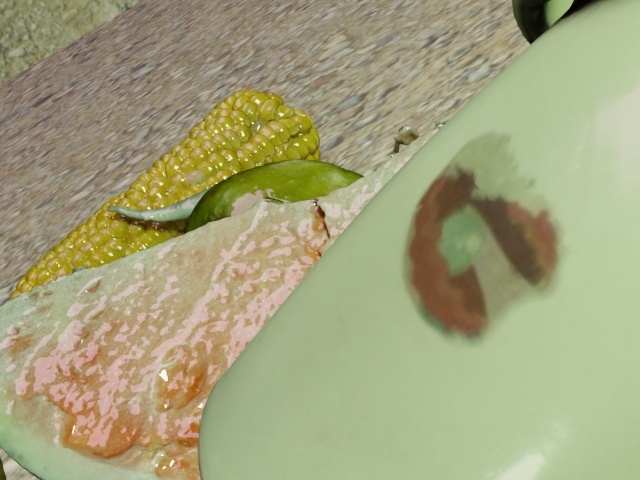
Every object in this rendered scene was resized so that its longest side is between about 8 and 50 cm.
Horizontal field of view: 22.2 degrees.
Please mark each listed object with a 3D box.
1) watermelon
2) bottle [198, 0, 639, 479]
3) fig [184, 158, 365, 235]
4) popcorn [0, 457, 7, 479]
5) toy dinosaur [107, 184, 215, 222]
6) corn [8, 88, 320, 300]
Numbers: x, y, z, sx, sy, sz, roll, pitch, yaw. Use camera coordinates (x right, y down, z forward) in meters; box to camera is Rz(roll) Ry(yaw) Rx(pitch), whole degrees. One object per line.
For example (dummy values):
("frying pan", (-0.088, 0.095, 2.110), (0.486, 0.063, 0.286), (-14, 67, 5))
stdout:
("watermelon", (-0.018, 0.062, 0.768), (0.305, 0.180, 0.224), (-19, -3, 12))
("bottle", (0.136, -0.011, 0.490), (0.351, 0.229, 0.229), (-52, 12, 21))
("fig", (0.000, 0.000, 1.013), (0.156, 0.123, 0.123), (-29, 15, -31))
("popcorn", (-0.265, 0.176, 0.871), (0.181, 0.216, 0.235), (-10, -22, -46))
("toy dinosaur", (-0.035, -0.029, 1.160), (0.242, 0.053, 0.167), (0, 22, 39))
("corn", (-0.119, -0.013, 1.248), (0.292, 0.101, 0.101), (-38, 20, -22))
